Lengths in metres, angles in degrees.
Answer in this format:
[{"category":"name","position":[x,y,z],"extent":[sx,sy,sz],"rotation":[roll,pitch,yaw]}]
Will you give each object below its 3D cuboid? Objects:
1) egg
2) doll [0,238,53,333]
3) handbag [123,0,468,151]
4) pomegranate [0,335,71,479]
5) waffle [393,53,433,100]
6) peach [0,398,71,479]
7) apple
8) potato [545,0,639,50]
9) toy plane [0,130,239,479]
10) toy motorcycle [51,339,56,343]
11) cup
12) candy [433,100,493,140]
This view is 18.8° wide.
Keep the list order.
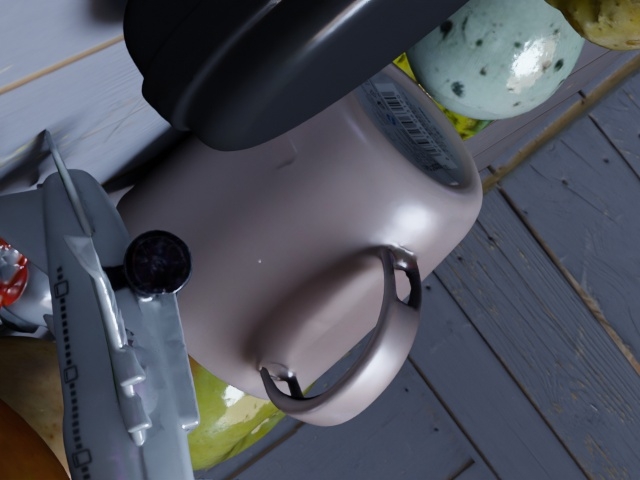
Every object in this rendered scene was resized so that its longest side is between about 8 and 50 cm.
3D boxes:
[{"category":"egg","position":[0.133,-0.162,1.379],"extent":[0.164,0.131,0.131],"rotation":[-48,170,34]},{"category":"doll","position":[-0.187,0.025,1.253],"extent":[0.180,0.079,0.094],"rotation":[-3,128,-60]},{"category":"handbag","position":[0.039,-0.160,0.922],"extent":[0.308,0.093,0.254],"rotation":[-39,176,22]},{"category":"pomegranate","position":[-0.209,0.152,1.272],"extent":[0.191,0.191,0.191],"rotation":[-36,175,-3]},{"category":"waffle","position":[0.068,-0.133,1.633],"extent":[0.160,0.055,0.211],"rotation":[-38,175,12]},{"category":"peach","position":[-0.282,0.217,1.041],"extent":[0.343,0.301,0.343],"rotation":[-11,142,-9]},{"category":"apple","position":[-0.119,0.110,1.824],"extent":[0.261,0.194,0.261],"rotation":[-37,173,-5]},{"category":"potato","position":[0.276,-0.277,1.235],"extent":[0.369,0.176,0.195],"rotation":[-44,136,-4]},{"category":"toy plane","position":[-0.112,0.068,1.101],"extent":[0.101,0.255,0.251],"rotation":[-18,171,-13]},{"category":"toy motorcycle","position":[-0.307,0.173,1.611],"extent":[0.223,0.108,0.340],"rotation":[-21,166,-49]},{"category":"cup","position":[0.000,0.000,1.328],"extent":[0.200,0.253,0.191],"rotation":[-41,136,23]},{"category":"candy","position":[0.167,-0.166,1.870],"extent":[0.187,0.081,0.297],"rotation":[-34,175,-45]}]
